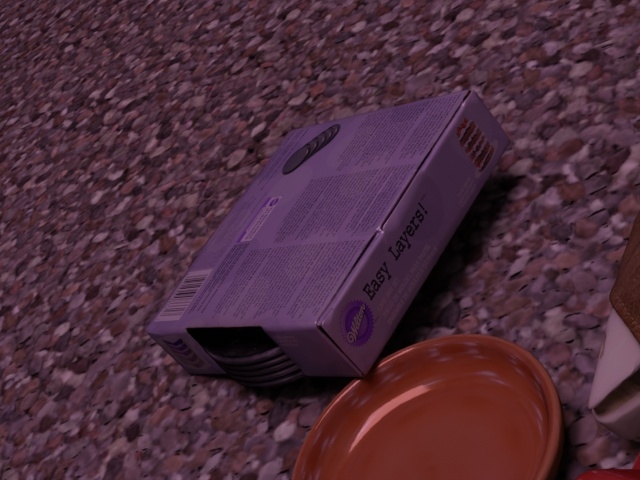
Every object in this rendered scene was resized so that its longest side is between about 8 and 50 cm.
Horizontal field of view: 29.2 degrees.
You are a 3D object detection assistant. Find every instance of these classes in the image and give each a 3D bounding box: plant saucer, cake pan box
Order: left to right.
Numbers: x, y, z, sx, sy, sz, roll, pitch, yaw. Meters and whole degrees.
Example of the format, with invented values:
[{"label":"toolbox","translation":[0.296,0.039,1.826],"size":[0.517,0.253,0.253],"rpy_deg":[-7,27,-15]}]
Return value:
[{"label":"cake pan box","translation":[0.000,0.000,1.017],"size":[0.246,0.070,0.267],"rpy_deg":[-10,39,51]},{"label":"plant saucer","translation":[0.073,0.150,0.824],"size":[0.200,0.037,0.200],"rpy_deg":[-23,36,18]}]

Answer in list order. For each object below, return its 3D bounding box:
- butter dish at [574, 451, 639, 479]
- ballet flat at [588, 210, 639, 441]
[{"label":"butter dish","translation":[0.147,0.168,0.563],"size":[0.160,0.118,0.159],"rpy_deg":[5,76,66]},{"label":"ballet flat","translation":[0.225,0.103,0.703],"size":[0.124,0.116,0.342],"rpy_deg":[-45,33,22]}]
